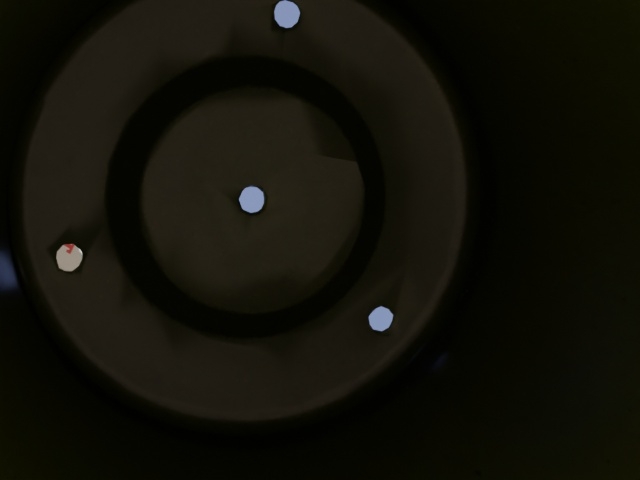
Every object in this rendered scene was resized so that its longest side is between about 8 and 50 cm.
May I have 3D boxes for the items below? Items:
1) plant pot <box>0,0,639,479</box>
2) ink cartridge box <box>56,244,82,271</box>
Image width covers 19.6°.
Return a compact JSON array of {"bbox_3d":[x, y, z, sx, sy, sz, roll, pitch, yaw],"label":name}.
[{"bbox_3d":[0.000,0.000,0.722,0.366,0.353,0.366,-1,-84,-12],"label":"plant pot"},{"bbox_3d":[-0.249,-0.049,1.231,0.237,0.100,0.172,30,-141,-10],"label":"ink cartridge box"}]
